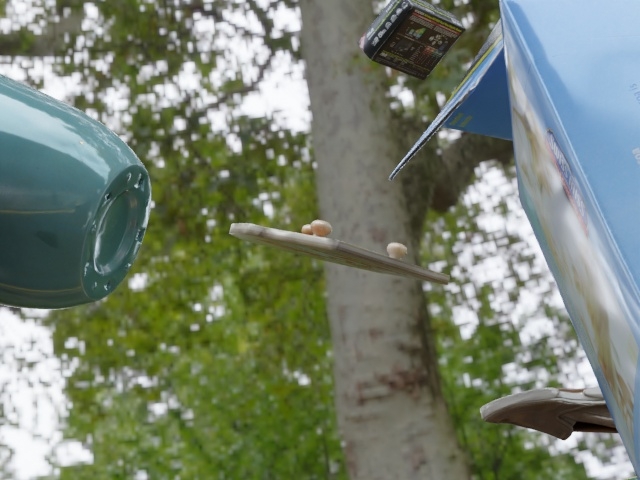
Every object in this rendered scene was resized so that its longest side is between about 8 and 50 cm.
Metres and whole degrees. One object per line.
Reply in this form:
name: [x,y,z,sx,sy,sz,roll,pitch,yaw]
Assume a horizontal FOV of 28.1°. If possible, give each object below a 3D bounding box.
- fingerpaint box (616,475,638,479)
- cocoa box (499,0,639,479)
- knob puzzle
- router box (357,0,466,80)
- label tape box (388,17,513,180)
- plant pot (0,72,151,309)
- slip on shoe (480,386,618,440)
fingerpaint box: [0.381,0.420,1.405,0.371,0.163,0.445,-5,-39,-27]
cocoa box: [0.265,0.011,0.738,0.228,0.347,0.231,-18,-35,1]
knob puzzle: [0.000,0.000,1.203,0.213,0.030,0.213,13,-3,1]
router box: [0.120,-0.268,1.673,0.122,0.038,0.092,12,-54,-49]
label tape box: [0.210,-0.180,1.038,0.106,0.333,0.240,34,-17,-2]
plant pot: [-0.358,-0.043,1.620,0.235,0.293,0.293,19,-30,14]
slip on shoe: [0.206,0.152,1.104,0.135,0.041,0.051,-2,-20,-15]
